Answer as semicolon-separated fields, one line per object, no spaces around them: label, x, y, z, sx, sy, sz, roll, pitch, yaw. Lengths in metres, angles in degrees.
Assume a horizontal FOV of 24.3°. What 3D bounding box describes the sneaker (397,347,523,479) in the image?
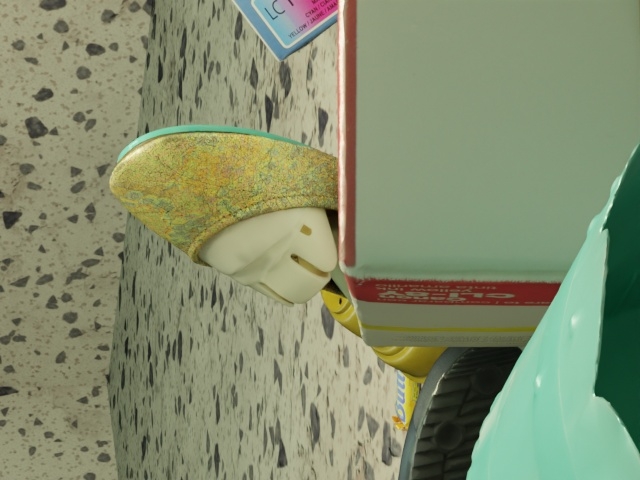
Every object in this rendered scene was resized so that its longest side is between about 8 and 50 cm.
sneaker;0.092;0.209;1.170;0.131;0.112;0.319;-131;45;-64

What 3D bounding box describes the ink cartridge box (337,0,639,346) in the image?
ink cartridge box;0.094;-0.086;0.879;0.385;0.160;0.279;70;-161;-80

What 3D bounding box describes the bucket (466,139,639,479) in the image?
bucket;0.191;0.082;0.522;0.183;0.281;0.281;112;155;-56

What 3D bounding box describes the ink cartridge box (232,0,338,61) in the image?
ink cartridge box;-0.107;-0.388;1.416;0.395;0.151;0.270;51;-173;-19

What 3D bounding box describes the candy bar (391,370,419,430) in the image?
candy bar;0.084;0.101;1.393;0.040;0.018;0.162;-152;64;-74

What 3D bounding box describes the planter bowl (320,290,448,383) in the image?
planter bowl;0.055;0.018;1.324;0.217;0.090;0.217;-177;90;-69

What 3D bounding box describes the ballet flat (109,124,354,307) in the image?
ballet flat;0.000;0.000;1.094;0.123;0.348;0.123;-9;76;39
